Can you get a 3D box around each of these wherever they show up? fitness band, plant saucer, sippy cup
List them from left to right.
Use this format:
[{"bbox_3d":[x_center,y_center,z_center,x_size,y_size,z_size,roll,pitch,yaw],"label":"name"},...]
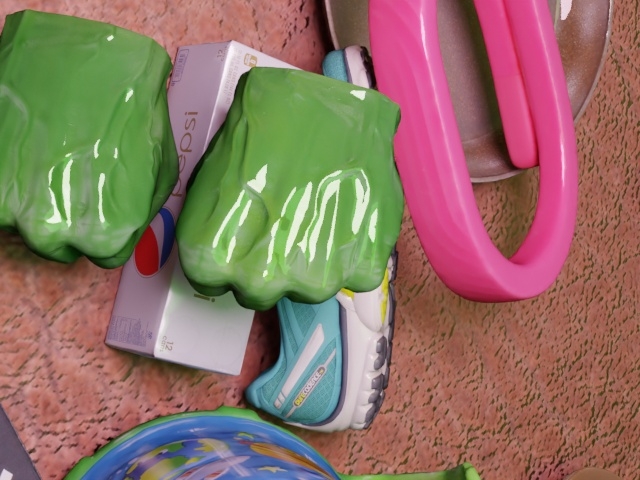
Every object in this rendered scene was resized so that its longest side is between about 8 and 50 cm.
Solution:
[{"bbox_3d":[-0.051,0.220,0.849,0.240,0.224,0.305,37,76,-10],"label":"sippy cup"},{"bbox_3d":[0.112,-0.201,1.102,0.311,0.050,0.310,-3,95,-37],"label":"plant saucer"},{"bbox_3d":[0.116,-0.098,1.004,0.209,0.054,0.291,-38,117,-54],"label":"fitness band"}]

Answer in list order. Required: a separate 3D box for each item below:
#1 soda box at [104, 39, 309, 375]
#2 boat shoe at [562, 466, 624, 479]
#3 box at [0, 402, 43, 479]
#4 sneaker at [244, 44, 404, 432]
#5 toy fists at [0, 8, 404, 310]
[{"bbox_3d":[-0.076,-0.022,0.956,0.074,0.069,0.216,18,83,-37],"label":"soda box"},{"bbox_3d":[0.183,0.324,1.182,0.104,0.089,0.285,29,71,-9],"label":"boat shoe"},{"bbox_3d":[-0.270,0.095,0.751,0.143,0.165,0.270,-36,114,-32],"label":"box"},{"bbox_3d":[0.000,0.000,0.983,0.107,0.110,0.275,-34,130,-80],"label":"sneaker"},{"bbox_3d":[-0.088,-0.038,0.862,0.279,0.096,0.142,14,71,-2],"label":"toy fists"}]
